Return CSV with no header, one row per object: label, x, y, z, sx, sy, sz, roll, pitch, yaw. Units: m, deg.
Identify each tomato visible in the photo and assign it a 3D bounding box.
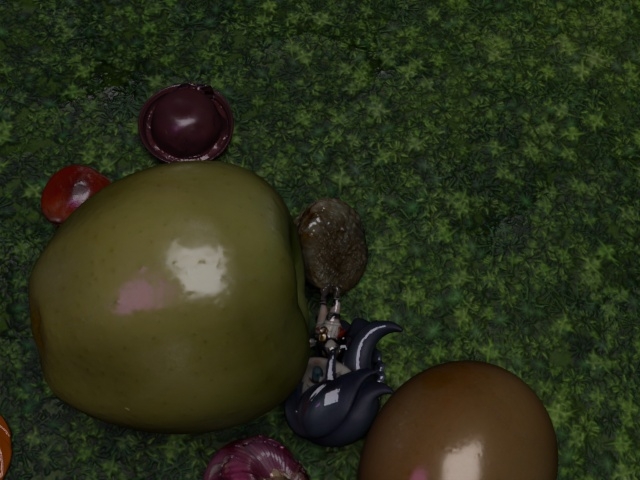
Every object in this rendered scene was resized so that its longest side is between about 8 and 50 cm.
tomato,-0.464,-0.083,1.501,0.159,0.091,0.139,27,66,8

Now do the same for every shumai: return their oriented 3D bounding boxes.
shumai,0.000,0.000,1.489,0.161,0.209,0.153,-49,46,-7

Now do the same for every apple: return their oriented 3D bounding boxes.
apple,-0.228,0.089,1.269,0.473,0.473,0.473,2,67,-5

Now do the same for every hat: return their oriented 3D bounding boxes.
hat,-0.273,-0.246,1.591,0.205,0.089,0.205,2,66,-5

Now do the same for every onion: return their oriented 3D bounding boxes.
onion,-0.115,0.438,1.275,0.163,0.230,0.230,-31,69,22

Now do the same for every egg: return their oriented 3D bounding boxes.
egg,0.213,0.369,1.259,0.301,0.301,0.374,40,64,11

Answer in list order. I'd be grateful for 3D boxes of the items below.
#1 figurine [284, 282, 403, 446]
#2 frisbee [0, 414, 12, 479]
figurine,0.033,0.229,1.378,0.197,0.175,0.265,29,75,2
frisbee,-0.624,0.361,1.324,0.192,0.035,0.192,2,66,-4
